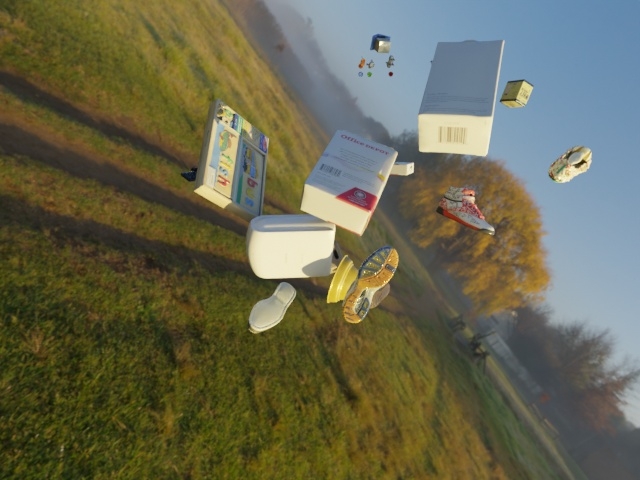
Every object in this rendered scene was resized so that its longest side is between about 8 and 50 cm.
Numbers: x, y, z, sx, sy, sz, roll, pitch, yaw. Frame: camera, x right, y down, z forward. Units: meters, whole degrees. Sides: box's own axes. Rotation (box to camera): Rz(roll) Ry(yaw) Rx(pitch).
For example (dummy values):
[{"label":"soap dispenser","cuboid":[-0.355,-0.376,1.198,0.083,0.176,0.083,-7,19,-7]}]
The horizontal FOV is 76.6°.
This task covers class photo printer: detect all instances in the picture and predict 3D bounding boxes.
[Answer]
[{"label":"photo printer","cuboid":[-0.109,0.024,1.441,0.107,0.307,0.256,-98,-171,-46]}]

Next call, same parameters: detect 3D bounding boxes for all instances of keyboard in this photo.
[{"label":"keyboard","cuboid":[-0.523,-0.299,1.775,0.100,0.038,0.192,32,27,24]}]

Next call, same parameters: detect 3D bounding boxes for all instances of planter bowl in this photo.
[{"label":"planter bowl","cuboid":[0.111,0.177,1.695,0.090,0.217,0.217,22,5,13]}]

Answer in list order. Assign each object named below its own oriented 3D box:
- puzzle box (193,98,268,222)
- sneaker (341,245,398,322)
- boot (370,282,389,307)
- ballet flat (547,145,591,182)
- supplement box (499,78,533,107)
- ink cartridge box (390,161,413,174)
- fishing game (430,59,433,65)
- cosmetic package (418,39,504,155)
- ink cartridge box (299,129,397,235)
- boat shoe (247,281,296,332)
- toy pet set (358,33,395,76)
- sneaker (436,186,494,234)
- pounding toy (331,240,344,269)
[{"label":"puzzle box","cuboid":[-0.313,-0.289,1.494,0.272,0.052,0.409,32,47,-44]},{"label":"sneaker","cuboid":[0.160,0.141,1.426,0.111,0.297,0.131,34,4,-5]},{"label":"boot","cuboid":[0.202,0.240,1.873,0.213,0.165,0.077,-25,118,-48]},{"label":"ballet flat","cuboid":[0.790,-0.248,1.253,0.091,0.241,0.077,45,-35,16]},{"label":"supplement box","cuboid":[0.750,-0.562,1.554,0.056,0.083,0.083,17,8,-25]},{"label":"ink cartridge box","cuboid":[0.427,-0.380,2.137,0.135,0.099,0.056,-29,122,-61]},{"label":"fishing game","cuboid":[0.706,-0.892,2.114,0.041,0.263,0.189,87,10,-52]},{"label":"cosmetic package","cuboid":[0.449,-0.464,1.294,0.156,0.217,0.385,71,35,-52]},{"label":"ink cartridge box","cuboid":[0.096,-0.197,1.323,0.226,0.131,0.306,24,52,7]},{"label":"boat shoe","cuboid":[-0.195,0.271,1.571,0.109,0.091,0.305,41,31,2]},{"label":"toy pet set","cuboid":[0.177,-0.593,1.301,0.065,0.122,0.114,-114,-156,-44]},{"label":"sneaker","cuboid":[0.620,-0.133,1.682,0.090,0.145,0.270,13,15,-46]},{"label":"pounding toy","cuboid":[0.056,0.049,1.980,0.206,0.094,0.181,119,-47,-69]}]
